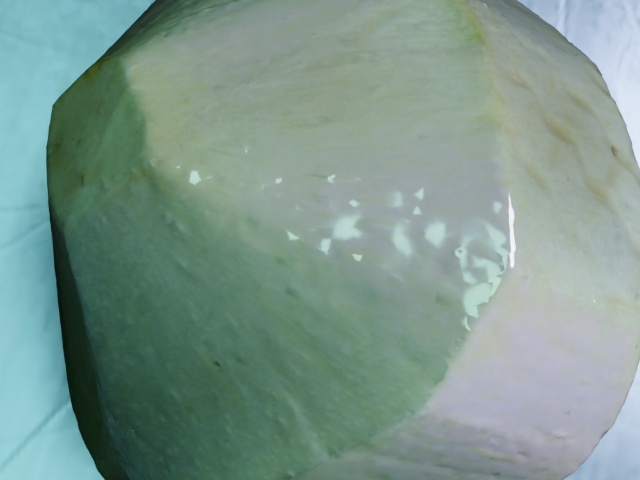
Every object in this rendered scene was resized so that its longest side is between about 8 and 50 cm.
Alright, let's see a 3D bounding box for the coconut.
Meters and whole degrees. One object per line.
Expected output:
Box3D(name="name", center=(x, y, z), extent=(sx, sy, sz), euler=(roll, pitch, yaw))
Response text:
Box3D(name="coconut", center=(0.000, 0.000, 0.588), extent=(0.259, 0.259, 0.259), euler=(1, 85, -12))
